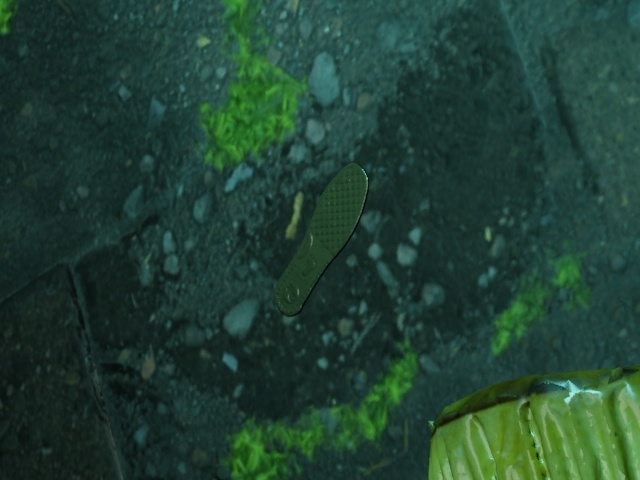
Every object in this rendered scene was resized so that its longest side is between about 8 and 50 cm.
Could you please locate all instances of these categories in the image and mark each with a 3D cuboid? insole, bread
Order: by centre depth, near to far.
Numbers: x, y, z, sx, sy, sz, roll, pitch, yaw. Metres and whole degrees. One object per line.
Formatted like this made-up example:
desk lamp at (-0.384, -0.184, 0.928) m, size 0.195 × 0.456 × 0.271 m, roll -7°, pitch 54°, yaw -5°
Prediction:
bread at (0.189, 0.152, 1.138) m, size 0.227 × 0.253 × 0.142 m, roll -25°, pitch 67°, yaw 34°
insole at (0.000, 0.000, 1.490) m, size 0.045 × 0.002 × 0.135 m, roll 47°, pitch 116°, yaw 35°
